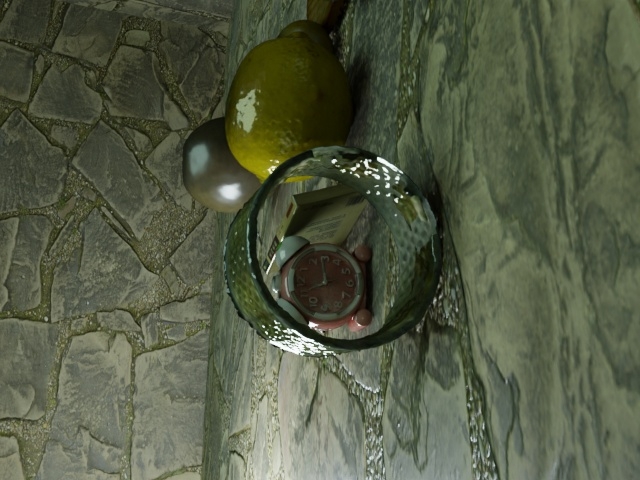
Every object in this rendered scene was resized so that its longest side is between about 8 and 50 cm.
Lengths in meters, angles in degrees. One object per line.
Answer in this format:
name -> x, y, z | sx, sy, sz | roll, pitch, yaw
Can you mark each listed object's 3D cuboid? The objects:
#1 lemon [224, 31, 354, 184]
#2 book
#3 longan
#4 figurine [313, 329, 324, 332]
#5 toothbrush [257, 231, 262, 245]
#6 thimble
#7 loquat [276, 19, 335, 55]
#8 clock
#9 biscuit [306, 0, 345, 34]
lemon -> -0.059, -0.251, 1.195 | 0.284, 0.260, 0.260 | -70, 12, -15
book -> -0.006, -0.023, 1.097 | 0.026, 0.161, 0.231 | 62, 150, 22
longan -> -0.251, -0.218, 1.785 | 0.297, 0.297, 0.298 | -174, 90, -74
figurine -> -0.017, 0.145, 1.230 | 0.067, 0.071, 0.083 | 41, -127, -57
toothbrush -> -0.201, -0.005, 2.044 | 0.097, 0.006, 0.008 | -114, 24, -61
thimble -> 0.014, 0.016, 0.818 | 0.150, 0.270, 0.271 | 146, 128, -69
loquat -> -0.038, -0.401, 1.361 | 0.152, 0.151, 0.195 | 126, 136, -61
clock -> -0.003, 0.078, 1.034 | 0.093, 0.162, 0.166 | 131, 143, -68
biscuit -> 0.027, -0.622, 1.402 | 0.318, 0.040, 0.318 | -174, 90, -75
